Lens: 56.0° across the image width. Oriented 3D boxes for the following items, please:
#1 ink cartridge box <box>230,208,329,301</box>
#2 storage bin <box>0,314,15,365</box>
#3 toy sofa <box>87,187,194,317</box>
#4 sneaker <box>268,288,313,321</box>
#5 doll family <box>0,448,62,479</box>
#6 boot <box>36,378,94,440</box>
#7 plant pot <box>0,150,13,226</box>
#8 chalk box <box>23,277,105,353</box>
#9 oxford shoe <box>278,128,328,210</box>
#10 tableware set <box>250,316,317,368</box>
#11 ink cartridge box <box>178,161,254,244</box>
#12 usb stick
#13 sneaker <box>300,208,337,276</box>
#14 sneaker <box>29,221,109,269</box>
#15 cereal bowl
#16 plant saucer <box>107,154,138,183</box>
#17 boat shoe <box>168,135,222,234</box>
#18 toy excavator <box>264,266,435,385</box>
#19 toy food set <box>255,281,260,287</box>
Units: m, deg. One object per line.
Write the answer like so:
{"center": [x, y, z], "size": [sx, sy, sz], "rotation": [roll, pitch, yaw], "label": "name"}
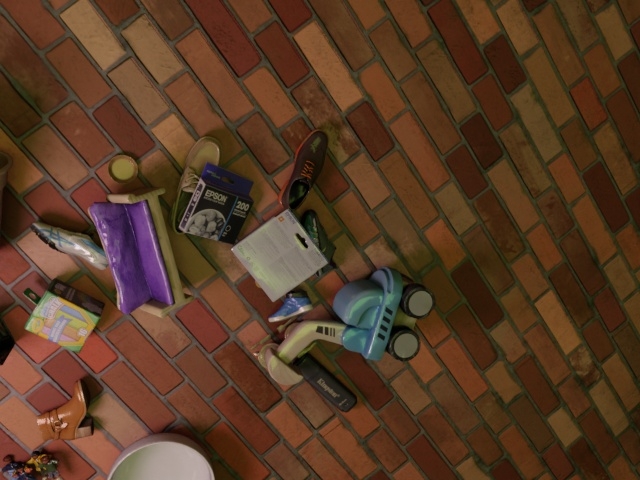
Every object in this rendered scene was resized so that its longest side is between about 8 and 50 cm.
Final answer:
{"center": [-0.123, 0.043, 1.864], "size": [0.224, 0.045, 0.223], "rotation": [-34, 104, 7], "label": "ink cartridge box"}
{"center": [-0.932, 0.282, 1.666], "size": [0.084, 0.180, 0.122], "rotation": [-23, 107, -10], "label": "storage bin"}
{"center": [-0.507, 0.037, 1.711], "size": [0.177, 0.150, 0.363], "rotation": [-24, 110, -39], "label": "toy sofa"}
{"center": [-0.105, 0.206, 1.943], "size": [0.152, 0.058, 0.085], "rotation": [-21, 79, 14], "label": "sneaker"}
{"center": [-0.885, 0.694, 1.832], "size": [0.192, 0.076, 0.111], "rotation": [-20, 112, -7], "label": "doll family"}
{"center": [-0.778, 0.519, 1.822], "size": [0.152, 0.073, 0.197], "rotation": [-4, 101, -10], "label": "boot"}
{"center": [-0.956, -0.056, 1.532], "size": [0.333, 0.334, 0.306], "rotation": [0, 113, -15], "label": "plant pot"}
{"center": [-0.752, 0.205, 1.724], "size": [0.213, 0.132, 0.132], "rotation": [31, 93, -18], "label": "chalk box"}
{"center": [-0.038, -0.210, 1.839], "size": [0.096, 0.098, 0.272], "rotation": [21, 96, -19], "label": "oxford shoe"}
{"center": [-0.120, 0.345, 1.979], "size": [0.194, 0.039, 0.128], "rotation": [-36, 97, -11], "label": "tableware set"}
{"center": [-0.293, -0.103, 1.771], "size": [0.206, 0.045, 0.208], "rotation": [18, 98, -52], "label": "ink cartridge box"}
{"center": [0.016, 0.483, 2.042], "size": [0.077, 0.045, 0.278], "rotation": [-46, 110, -2], "label": "usb stick"}
{"center": [0.000, 0.000, 1.922], "size": [0.098, 0.083, 0.224], "rotation": [-18, 114, -30], "label": "sneaker"}
{"center": [-0.708, 0.002, 1.724], "size": [0.237, 0.085, 0.086], "rotation": [28, 69, -17], "label": "sneaker"}
{"center": [-0.506, 0.759, 1.912], "size": [0.338, 0.141, 0.339], "rotation": [-3, 103, -15], "label": "cereal bowl"}
{"center": [-0.571, -0.206, 1.740], "size": [0.083, 0.015, 0.084], "rotation": [-4, 104, -15], "label": "plant saucer"}
{"center": [-0.364, -0.158, 1.763], "size": [0.109, 0.098, 0.302], "rotation": [23, 96, -19], "label": "boat shoe"}
{"center": [0.081, 0.272, 1.923], "size": [0.444, 0.222, 0.433], "rotation": [15, 97, -15], "label": "toy excavator"}
{"center": [-0.162, 0.121, 1.924], "size": [0.082, 0.020, 0.083], "rotation": [20, 96, -19], "label": "toy food set"}
